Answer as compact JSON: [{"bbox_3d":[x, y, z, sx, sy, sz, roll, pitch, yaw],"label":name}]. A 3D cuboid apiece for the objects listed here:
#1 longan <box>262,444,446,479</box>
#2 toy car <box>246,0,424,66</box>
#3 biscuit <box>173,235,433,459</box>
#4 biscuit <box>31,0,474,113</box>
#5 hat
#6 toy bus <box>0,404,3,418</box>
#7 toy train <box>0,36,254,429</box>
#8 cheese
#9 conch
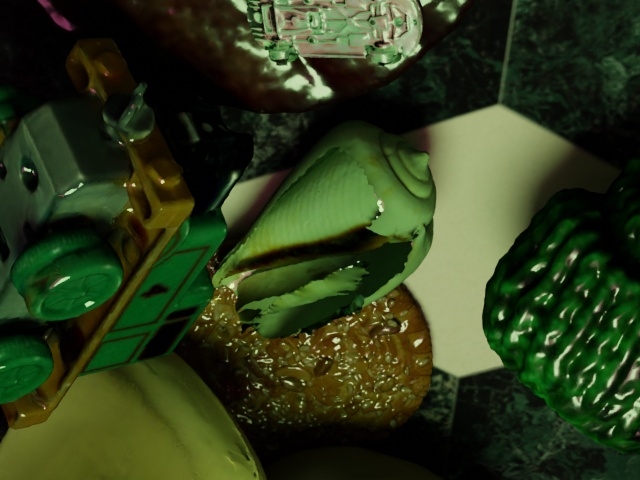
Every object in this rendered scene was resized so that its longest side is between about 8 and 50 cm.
[{"bbox_3d":[0.034,0.376,1.645,0.361,0.361,0.361,3,130,3],"label":"longan"},{"bbox_3d":[0.012,-0.174,1.259,0.142,0.055,0.069,4,122,18],"label":"toy car"},{"bbox_3d":[-0.038,0.114,1.626,0.305,0.038,0.305,3,130,3],"label":"biscuit"},{"bbox_3d":[-0.061,-0.282,1.272,0.407,0.091,0.407,4,130,5],"label":"biscuit"},{"bbox_3d":[0.307,0.010,1.393,0.242,0.274,0.332,38,104,13],"label":"hat"},{"bbox_3d":[-0.474,0.248,1.703,0.194,0.162,0.323,30,124,-17],"label":"toy bus"},{"bbox_3d":[-0.191,0.002,1.387,0.249,0.178,0.429,-9,152,-37],"label":"toy train"},{"bbox_3d":[-0.173,0.237,1.532,0.128,0.316,0.260,15,104,-58],"label":"cheese"},{"bbox_3d":[0.006,0.007,1.443,0.143,0.137,0.250,46,103,12],"label":"conch"}]
